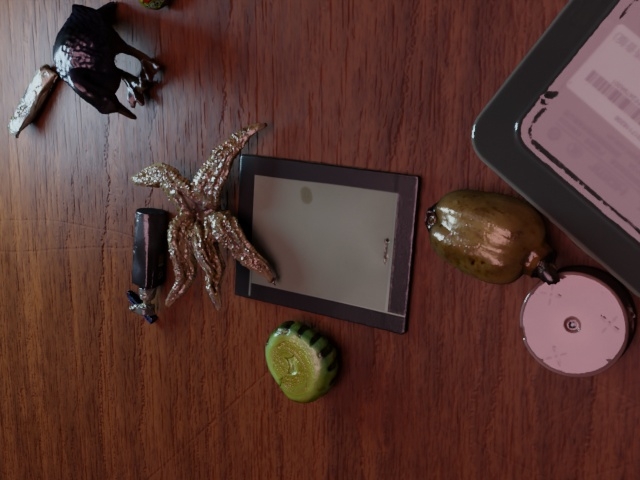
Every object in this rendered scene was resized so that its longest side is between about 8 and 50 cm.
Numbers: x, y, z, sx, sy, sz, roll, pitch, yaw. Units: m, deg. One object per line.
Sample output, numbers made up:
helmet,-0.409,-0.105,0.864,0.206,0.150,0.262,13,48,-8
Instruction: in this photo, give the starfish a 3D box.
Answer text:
starfish,-0.185,-0.022,1.386,0.301,0.084,0.294,-18,80,20

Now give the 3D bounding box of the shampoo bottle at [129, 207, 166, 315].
shampoo bottle,-0.332,0.043,1.511,0.063,0.057,0.208,12,104,28

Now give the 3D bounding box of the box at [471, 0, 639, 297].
box,0.431,-0.154,1.021,0.367,0.090,0.373,44,116,17

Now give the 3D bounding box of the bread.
bread,-0.032,0.207,1.357,0.139,0.071,0.130,38,118,18

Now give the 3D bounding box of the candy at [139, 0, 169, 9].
candy,-0.323,-0.507,1.424,0.060,0.060,0.201,-27,76,30

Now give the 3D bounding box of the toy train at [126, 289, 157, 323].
toy train,-0.356,0.131,1.564,0.083,0.017,0.017,44,124,17

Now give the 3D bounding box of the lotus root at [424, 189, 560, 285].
lotus root,0.251,-0.002,1.128,0.220,0.118,0.125,24,118,33

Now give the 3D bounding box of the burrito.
burrito,-0.590,-0.286,1.615,0.051,0.042,0.171,51,117,25

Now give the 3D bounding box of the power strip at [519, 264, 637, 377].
power strip,0.364,0.112,1.109,0.154,0.078,0.154,3,96,28

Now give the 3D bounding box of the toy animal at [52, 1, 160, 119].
toy animal,-0.392,-0.327,1.414,0.122,0.185,0.298,-42,58,33

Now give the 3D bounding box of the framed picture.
framed picture,0.000,0.000,1.337,0.347,0.016,0.265,9,102,29
